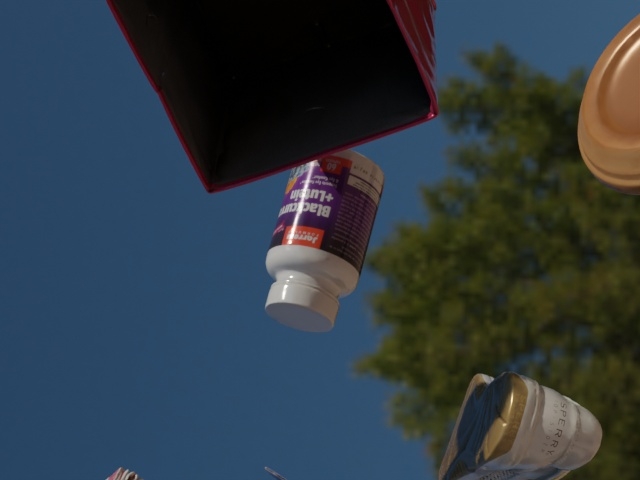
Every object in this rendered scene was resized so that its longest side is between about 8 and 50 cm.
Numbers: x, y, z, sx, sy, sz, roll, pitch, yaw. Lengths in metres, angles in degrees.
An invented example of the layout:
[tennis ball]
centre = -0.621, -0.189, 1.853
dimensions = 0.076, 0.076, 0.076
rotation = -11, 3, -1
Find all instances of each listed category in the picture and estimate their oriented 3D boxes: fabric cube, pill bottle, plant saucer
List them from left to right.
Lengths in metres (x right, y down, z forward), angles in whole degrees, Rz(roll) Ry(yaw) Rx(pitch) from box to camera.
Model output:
[fabric cube]
centre = -0.039, -0.247, 1.844
dimensions = 0.258, 0.254, 0.259
rotation = -83, -29, -57
[pill bottle]
centre = 0.000, 0.000, 2.057
dimensions = 0.108, 0.108, 0.194
rotation = 50, -131, -54
[plant saucer]
centre = 0.286, -0.130, 1.490
dimensions = 0.037, 0.200, 0.200
rotation = 37, -124, -31

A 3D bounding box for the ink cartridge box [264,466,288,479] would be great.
[ink cartridge box]
centre = 0.064, 0.389, 2.144
dimensions = 0.065, 0.311, 0.186
rotation = -52, -32, -9

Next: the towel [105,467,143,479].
[towel]
centre = -0.247, 0.295, 1.649
dimensions = 0.029, 0.197, 0.144
rotation = 46, -158, -7

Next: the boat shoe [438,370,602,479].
[boat shoe]
centre = 0.160, 0.164, 1.466
dimensions = 0.277, 0.096, 0.098
rotation = 131, 156, -83
